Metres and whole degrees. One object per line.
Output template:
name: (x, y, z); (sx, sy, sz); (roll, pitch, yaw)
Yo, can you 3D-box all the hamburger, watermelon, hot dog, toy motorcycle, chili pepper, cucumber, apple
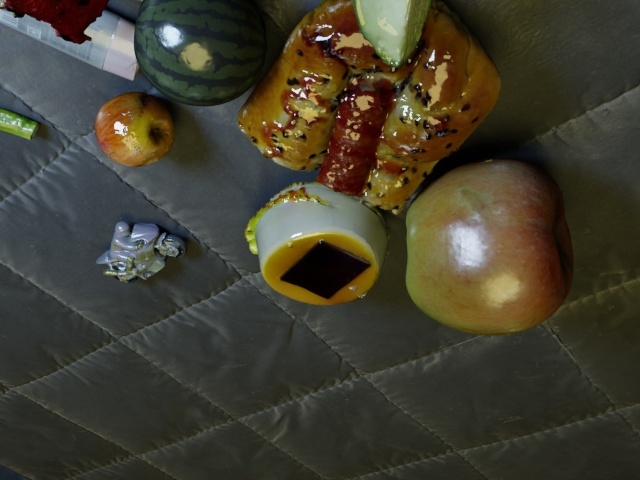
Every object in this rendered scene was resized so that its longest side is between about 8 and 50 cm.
hamburger: (0.000, 0.000, 1.461); (0.294, 0.179, 0.276); (23, 137, -21)
watermelon: (-0.187, -0.316, 1.129); (0.212, 0.212, 0.212); (4, 137, 3)
hot dog: (0.095, -0.239, 1.193); (0.367, 0.196, 0.365); (23, 130, -21)
toy motorcycle: (-0.420, 0.019, 1.609); (0.225, 0.073, 0.152); (-25, 127, 28)
chili pepper: (-0.653, -0.239, 1.389); (0.201, 0.050, 0.052); (11, 100, -2)
cucumber: (0.104, -0.398, 0.934); (0.105, 0.145, 0.325); (21, 137, 19)
apple: (0.306, 0.013, 1.341); (0.305, 0.338, 0.338); (-5, 137, 29)
apple: (-0.338, -0.206, 1.310); (0.146, 0.146, 0.146); (4, 137, 3)

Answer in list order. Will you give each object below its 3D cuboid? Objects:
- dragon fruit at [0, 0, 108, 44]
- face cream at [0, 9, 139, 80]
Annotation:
dragon fruit: (-0.330, -0.448, 0.962); (0.100, 0.282, 0.343); (46, 101, 9)
face cream: (-0.428, -0.365, 1.205); (0.269, 0.073, 0.107); (22, 138, -15)
